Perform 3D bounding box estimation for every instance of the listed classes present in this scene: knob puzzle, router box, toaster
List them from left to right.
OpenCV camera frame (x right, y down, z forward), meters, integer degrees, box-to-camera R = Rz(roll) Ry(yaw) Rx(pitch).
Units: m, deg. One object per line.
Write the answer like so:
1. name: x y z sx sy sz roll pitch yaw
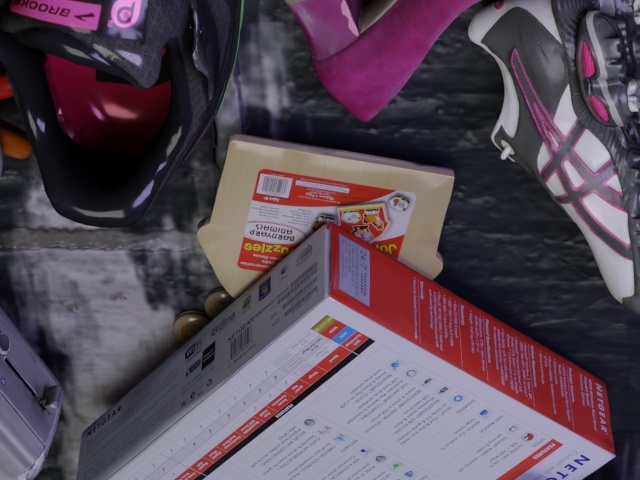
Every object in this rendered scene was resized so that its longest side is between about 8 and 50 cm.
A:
1. toaster: -0.324 0.142 1.568 0.227 0.129 0.146 -22 126 25
2. knob puzzle: 0.000 0.000 1.463 0.213 0.030 0.213 0 133 0
3. router box: 0.015 0.169 1.546 0.301 0.082 0.335 30 128 -27

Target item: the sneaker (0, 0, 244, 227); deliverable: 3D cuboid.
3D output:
1. sneaker: -0.118 -0.207 1.195 0.185 0.202 0.482 4 130 4

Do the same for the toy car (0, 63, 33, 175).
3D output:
1. toy car: -0.274 -0.115 1.348 0.136 0.159 0.182 -39 117 -8

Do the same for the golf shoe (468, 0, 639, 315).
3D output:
1. golf shoe: 0.192 -0.066 1.355 0.120 0.105 0.272 1 126 27

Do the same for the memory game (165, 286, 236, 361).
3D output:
1. memory game: -0.039 0.106 1.572 0.186 0.012 0.186 4 130 4

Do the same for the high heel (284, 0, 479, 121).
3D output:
1. high heel: 0.098 -0.156 1.284 0.244 0.082 0.117 -18 121 24
